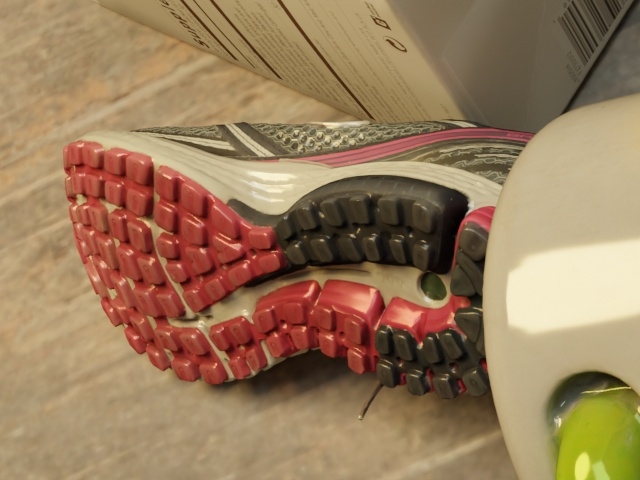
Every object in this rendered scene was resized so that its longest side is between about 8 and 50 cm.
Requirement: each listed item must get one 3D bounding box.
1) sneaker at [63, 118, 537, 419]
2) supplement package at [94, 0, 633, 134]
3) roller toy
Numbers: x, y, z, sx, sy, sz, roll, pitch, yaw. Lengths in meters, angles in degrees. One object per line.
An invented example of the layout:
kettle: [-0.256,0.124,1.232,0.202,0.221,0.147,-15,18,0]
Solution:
sneaker: [0.000,0.000,0.882,0.299,0.121,0.112,9,32,39]
supplement package: [-0.004,-0.183,0.933,0.293,0.175,0.177,27,78,34]
roller toy: [0.163,0.031,0.712,0.146,0.191,0.209,-11,71,33]
